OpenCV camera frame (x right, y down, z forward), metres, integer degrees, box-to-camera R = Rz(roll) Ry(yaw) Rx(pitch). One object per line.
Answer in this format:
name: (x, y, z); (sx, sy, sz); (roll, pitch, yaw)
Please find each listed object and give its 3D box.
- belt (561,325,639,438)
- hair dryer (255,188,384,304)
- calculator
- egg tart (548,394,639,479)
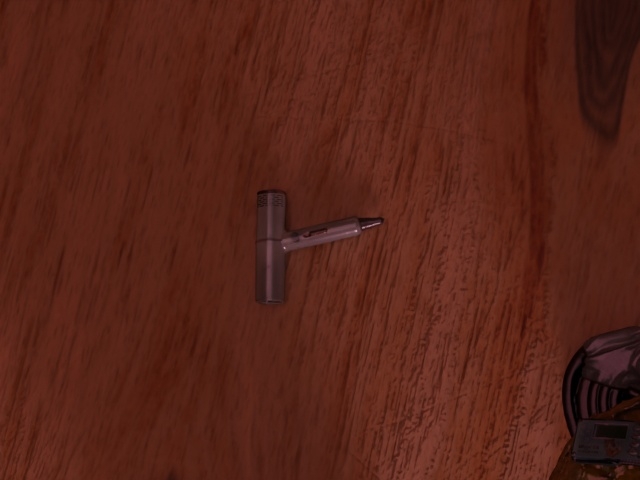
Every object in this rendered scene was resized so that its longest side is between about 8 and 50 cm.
belt: (0.441, 0.246, 1.716); (0.339, 0.122, 0.217); (40, 92, 18)
hair dryer: (0.002, 0.008, 1.917); (0.183, 0.044, 0.155); (-1, 81, 11)
calculator: (0.361, 0.227, 1.583); (0.172, 0.018, 0.057); (-1, 57, 35)
egg tart: (0.386, 0.310, 1.593); (0.291, 0.107, 0.290); (-17, 52, 23)
